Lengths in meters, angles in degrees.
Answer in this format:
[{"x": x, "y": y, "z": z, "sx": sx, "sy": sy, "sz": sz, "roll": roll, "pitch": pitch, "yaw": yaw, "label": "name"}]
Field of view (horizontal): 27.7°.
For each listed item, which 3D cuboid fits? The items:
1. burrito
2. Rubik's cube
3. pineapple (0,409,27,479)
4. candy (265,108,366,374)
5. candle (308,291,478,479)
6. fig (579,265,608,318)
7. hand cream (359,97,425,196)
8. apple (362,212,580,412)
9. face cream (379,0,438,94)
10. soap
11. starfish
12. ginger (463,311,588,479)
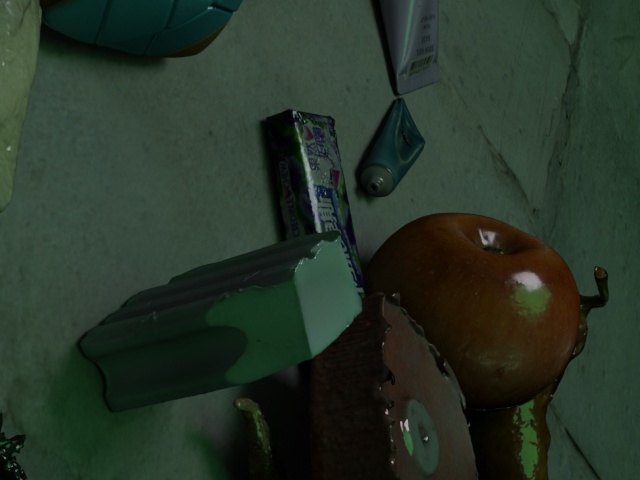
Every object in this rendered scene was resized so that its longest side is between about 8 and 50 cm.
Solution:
[{"x": -0.290, "y": -0.155, "z": 1.104, "sx": 0.117, "sy": 0.076, "sz": 0.392, "roll": 40, "pitch": 47, "yaw": -54, "label": "burrito"}, {"x": -0.175, "y": -0.246, "z": 1.272, "sx": 0.254, "sy": 0.254, "sz": 0.254, "roll": 30, "pitch": 53, "yaw": -50, "label": "Rubik's cube"}, {"x": -0.284, "y": 0.141, "z": 0.977, "sx": 0.197, "sy": 0.108, "sz": 0.108, "roll": 55, "pitch": 34, "yaw": -52, "label": "pineapple"}, {"x": 0.000, "y": 0.000, "z": 1.520, "sx": 0.088, "sy": 0.061, "sz": 0.312, "roll": 4, "pitch": 74, "yaw": -55, "label": "candy"}, {"x": 0.061, "y": 0.202, "z": 1.371, "sx": 0.317, "sy": 0.131, "sz": 0.287, "roll": -43, "pitch": 117, "yaw": -71, "label": "candle"}, {"x": 0.331, "y": 0.101, "z": 1.900, "sx": 0.142, "sy": 0.186, "sz": 0.148, "roll": -82, "pitch": 157, "yaw": -68, "label": "fig"}, {"x": 0.100, "y": -0.119, "z": 1.760, "sx": 0.083, "sy": 0.048, "sz": 0.224, "roll": 60, "pitch": 29, "yaw": -19, "label": "hand cream"}, {"x": 0.184, "y": 0.078, "z": 1.592, "sx": 0.251, "sy": 0.272, "sz": 0.206, "roll": -61, "pitch": 170, "yaw": -56, "label": "apple"}, {"x": 0.127, "y": -0.354, "z": 1.867, "sx": 0.154, "sy": 0.096, "sz": 0.274, "roll": -32, "pitch": 118, "yaw": -61, "label": "face cream"}, {"x": -0.083, "y": 0.076, "z": 1.186, "sx": 0.145, "sy": 0.230, "sz": 0.091, "roll": -42, "pitch": 114, "yaw": -56, "label": "soap"}, {"x": -0.043, "y": 0.304, "z": 1.315, "sx": 0.302, "sy": 0.060, "sz": 0.299, "roll": 63, "pitch": 29, "yaw": -32, "label": "starfish"}, {"x": 0.250, "y": 0.217, "z": 1.750, "sx": 0.165, "sy": 0.172, "sz": 0.321, "roll": 64, "pitch": 41, "yaw": -66, "label": "ginger"}]
